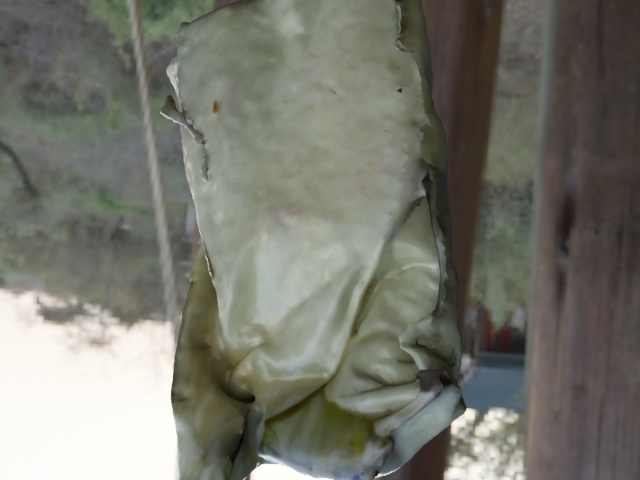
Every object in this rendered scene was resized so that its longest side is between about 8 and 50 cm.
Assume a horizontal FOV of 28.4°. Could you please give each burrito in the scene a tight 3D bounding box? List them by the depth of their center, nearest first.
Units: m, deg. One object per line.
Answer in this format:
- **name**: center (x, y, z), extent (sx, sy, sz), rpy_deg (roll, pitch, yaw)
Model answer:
- **burrito**: center (-0.003, 0.001, 0.802), extent (0.190, 0.332, 0.135), rpy_deg (-11, 156, 13)
